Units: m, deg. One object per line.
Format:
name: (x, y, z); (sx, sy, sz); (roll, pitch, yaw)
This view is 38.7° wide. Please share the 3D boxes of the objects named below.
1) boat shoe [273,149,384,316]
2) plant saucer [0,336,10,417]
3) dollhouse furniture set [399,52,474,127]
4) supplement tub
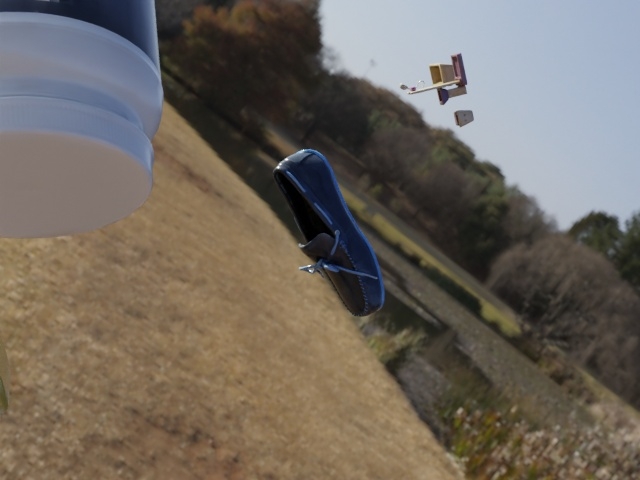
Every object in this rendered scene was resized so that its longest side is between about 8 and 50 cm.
boat shoe: (0.000, 0.000, 1.325); (0.089, 0.109, 0.258); (-25, 84, -40)
plant saucer: (-0.558, 0.290, 1.326); (0.081, 0.333, 0.333); (40, -9, -17)
dollhouse furniture set: (0.140, -0.189, 1.190); (0.114, 0.081, 0.091); (-120, -163, -79)
supplement tub: (-0.217, -0.157, 0.674); (0.191, 0.191, 0.272); (29, 48, -57)
